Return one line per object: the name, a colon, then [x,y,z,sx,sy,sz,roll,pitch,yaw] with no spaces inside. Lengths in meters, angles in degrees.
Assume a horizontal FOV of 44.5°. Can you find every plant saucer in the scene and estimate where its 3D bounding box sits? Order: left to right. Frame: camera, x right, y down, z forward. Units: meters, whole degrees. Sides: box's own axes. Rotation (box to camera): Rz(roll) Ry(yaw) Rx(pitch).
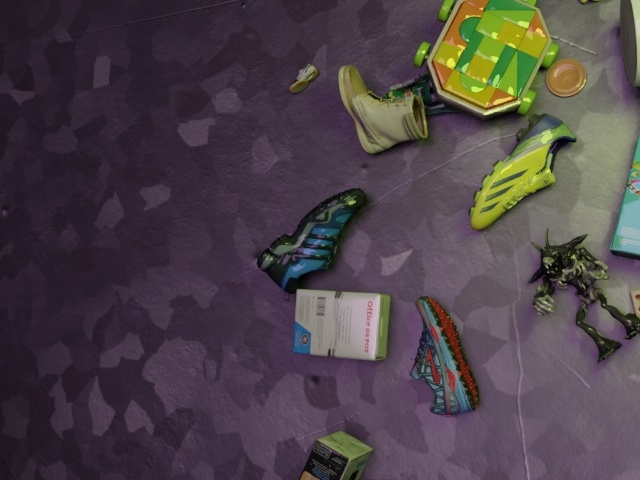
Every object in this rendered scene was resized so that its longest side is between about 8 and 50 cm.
plant saucer: [0.525,-0.348,1.671,0.084,0.013,0.083,-4,81,23]

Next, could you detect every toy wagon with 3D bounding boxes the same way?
toy wagon: [0.372,-0.433,1.678,0.267,0.068,0.344,27,83,8]

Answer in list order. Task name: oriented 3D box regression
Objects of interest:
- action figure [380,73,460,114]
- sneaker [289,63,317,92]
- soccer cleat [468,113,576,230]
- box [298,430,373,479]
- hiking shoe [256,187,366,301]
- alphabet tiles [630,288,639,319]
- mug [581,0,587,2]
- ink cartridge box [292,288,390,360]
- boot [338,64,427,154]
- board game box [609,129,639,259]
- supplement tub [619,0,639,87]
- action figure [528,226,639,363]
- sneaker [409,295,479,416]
action figure: [0.230,-0.332,1.774,0.232,0.063,0.137,-11,82,25]
sneaker: [-0.045,-0.398,1.918,0.083,0.032,0.037,-38,57,9]
soccer cleat: [0.422,-0.131,1.646,0.121,0.093,0.289,37,99,16]
box: [-0.004,0.570,1.697,0.087,0.169,0.289,26,92,22]
hiking shoe: [0.000,0.000,1.819,0.304,0.113,0.132,-39,97,11]
alphabet tiles: [0.791,0.142,1.494,0.343,0.011,0.285,-15,77,21]
mug: [0.579,-0.548,1.651,0.078,0.062,0.064,-26,66,12]
ink cartridge box: [0.048,0.189,1.766,0.203,0.086,0.148,3,85,23]
boot: [0.141,-0.308,1.745,0.165,0.077,0.213,-12,108,39]
board game box: [0.731,-0.111,1.510,0.254,0.079,0.336,14,86,25]
supplement tub: [0.736,-0.403,1.452,0.316,0.228,0.228,-6,81,15]
action figure: [0.510,0.095,1.553,0.164,0.141,0.275,-46,70,24]
sneaker: [0.237,0.250,1.669,0.125,0.104,0.261,-24,74,21]
